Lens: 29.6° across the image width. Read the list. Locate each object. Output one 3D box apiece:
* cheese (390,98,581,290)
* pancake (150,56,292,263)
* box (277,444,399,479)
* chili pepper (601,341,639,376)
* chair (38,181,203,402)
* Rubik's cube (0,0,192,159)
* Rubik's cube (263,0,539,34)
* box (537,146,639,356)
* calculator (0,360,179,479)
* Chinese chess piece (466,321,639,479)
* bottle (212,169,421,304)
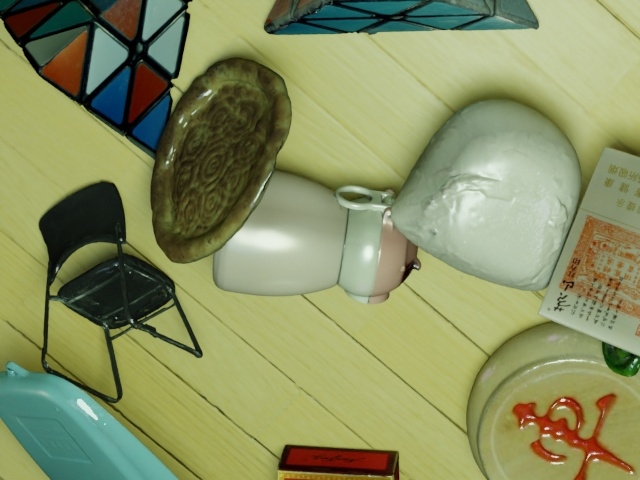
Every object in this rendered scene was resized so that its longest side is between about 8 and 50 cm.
[{"bbox_3d":[0.196,-0.058,1.336,0.198,0.154,0.189,23,111,-13],"label":"cheese"},{"bbox_3d":[-0.118,-0.089,1.352,0.031,0.250,0.250,23,117,-38],"label":"pancake"},{"bbox_3d":[0.025,0.387,1.575,0.153,0.074,0.239,3,111,12],"label":"box"},{"bbox_3d":[0.381,0.030,1.353,0.100,0.074,0.256,22,94,38],"label":"chili pepper"},{"bbox_3d":[-0.256,0.060,1.489,0.140,0.221,0.145,-29,145,17],"label":"chair"},{"bbox_3d":[-0.261,-0.188,1.415,0.250,0.284,0.234,5,135,34],"label":"Rubik's cube"},{"bbox_3d":[0.073,-0.300,1.279,0.233,0.228,0.229,-36,58,-16],"label":"Rubik's cube"},{"bbox_3d":[0.337,0.015,1.303,0.141,0.058,0.201,24,95,29],"label":"box"},{"bbox_3d":[-0.265,0.288,1.501,0.256,0.054,0.386,-6,126,49],"label":"calculator"},{"bbox_3d":[0.300,0.219,1.452,0.251,0.097,0.250,3,111,8],"label":"Chinese chess piece"},{"bbox_3d":[0.000,0.000,1.405,0.237,0.147,0.147,8,111,-2],"label":"bottle"}]
